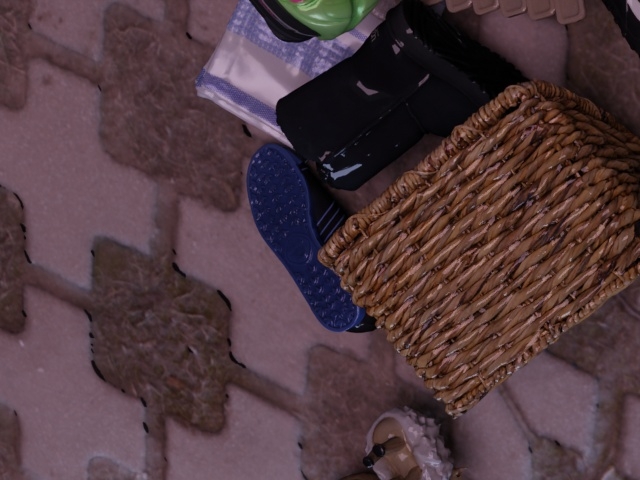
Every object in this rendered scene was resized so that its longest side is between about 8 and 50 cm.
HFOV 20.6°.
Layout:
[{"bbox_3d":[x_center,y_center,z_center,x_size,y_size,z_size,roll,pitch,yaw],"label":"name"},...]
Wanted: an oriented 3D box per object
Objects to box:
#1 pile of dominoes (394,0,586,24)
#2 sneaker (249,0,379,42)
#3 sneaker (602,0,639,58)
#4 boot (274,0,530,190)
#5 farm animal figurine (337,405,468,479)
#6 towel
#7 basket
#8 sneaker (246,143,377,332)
[{"bbox_3d":[0.176,-0.316,1.739,0.251,0.040,0.196,11,95,36],"label":"pile of dominoes"},{"bbox_3d":[-0.102,-0.402,1.731,0.483,0.185,0.202,67,158,9],"label":"sneaker"},{"bbox_3d":[0.289,-0.242,1.739,0.121,0.079,0.217,-6,95,25],"label":"sneaker"},{"bbox_3d":[0.100,-0.117,1.814,0.246,0.094,0.207,34,129,-23],"label":"boot"},{"bbox_3d":[0.106,0.383,1.943,0.327,0.172,0.330,51,123,14],"label":"farm animal figurine"},{"bbox_3d":[0.007,-0.227,1.865,0.209,0.034,0.285,32,113,8],"label":"towel"},{"bbox_3d":[0.191,-0.010,1.762,0.299,0.213,0.223,-42,85,26],"label":"basket"},{"bbox_3d":[0.000,0.000,1.914,0.081,0.090,0.232,-35,70,26],"label":"sneaker"}]
